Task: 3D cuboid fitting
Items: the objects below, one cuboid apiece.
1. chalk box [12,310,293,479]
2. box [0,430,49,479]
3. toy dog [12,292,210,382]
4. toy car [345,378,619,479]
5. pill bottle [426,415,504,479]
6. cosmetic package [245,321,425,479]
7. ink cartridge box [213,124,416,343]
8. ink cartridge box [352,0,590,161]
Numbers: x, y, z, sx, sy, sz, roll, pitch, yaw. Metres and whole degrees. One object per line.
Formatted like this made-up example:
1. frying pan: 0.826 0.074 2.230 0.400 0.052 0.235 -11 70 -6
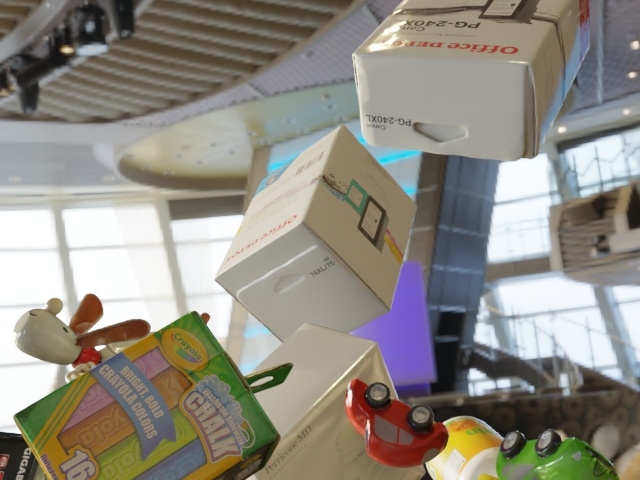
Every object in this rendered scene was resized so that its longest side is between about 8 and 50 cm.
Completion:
1. chalk box: -0.122 0.155 0.744 0.213 0.132 0.132 -31 -16 -21
2. box: -0.444 0.354 1.127 0.175 0.220 0.051 1 -27 20
3. toy dog: -0.292 0.153 1.394 0.220 0.161 0.334 21 -6 33
4. toy car: 0.140 0.192 0.713 0.239 0.053 0.225 40 -27 -11
5. pill bottle: 0.272 0.388 1.449 0.136 0.136 0.246 -4 8 -12
6. cosmetic package: -0.011 0.263 1.092 0.138 0.224 0.224 9 40 46
7. ink cartridge box: 0.000 0.000 1.391 0.198 0.270 0.197 -31 -67 34
8. ink cartridge box: 0.100 -0.118 0.559 0.109 0.063 0.150 9 38 25
